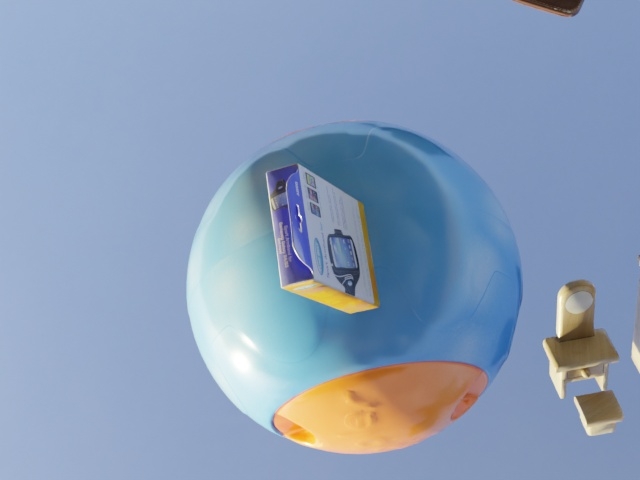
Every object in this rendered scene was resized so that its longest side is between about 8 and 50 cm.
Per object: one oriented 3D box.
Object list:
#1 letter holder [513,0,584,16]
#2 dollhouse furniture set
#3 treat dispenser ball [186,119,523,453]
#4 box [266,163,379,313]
[{"bbox_3d":[0.224,-0.435,1.464,0.302,0.152,0.214,24,-125,8],"label":"letter holder"},{"bbox_3d":[0.443,0.180,1.284,0.303,0.174,0.355,-10,-142,-3],"label":"dollhouse furniture set"},{"bbox_3d":[0.029,0.039,1.015,0.288,0.288,0.288,-15,-126,22],"label":"treat dispenser ball"},{"bbox_3d":[0.000,0.000,0.804,0.028,0.136,0.081,-15,-107,22],"label":"box"}]
